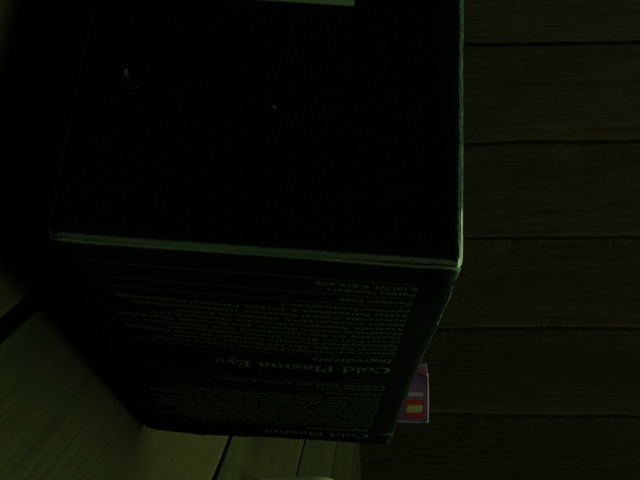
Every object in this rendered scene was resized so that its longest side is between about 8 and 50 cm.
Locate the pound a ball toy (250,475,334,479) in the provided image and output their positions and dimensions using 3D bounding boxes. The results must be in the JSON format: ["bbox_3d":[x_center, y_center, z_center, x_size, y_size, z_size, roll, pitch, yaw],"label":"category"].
[{"bbox_3d":[-0.027,0.350,0.927,0.319,0.136,0.208,-80,169,-62],"label":"pound a ball toy"}]

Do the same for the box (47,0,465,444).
[{"bbox_3d":[-0.022,-0.079,0.601,0.312,0.179,0.343,93,1,-64],"label":"box"}]

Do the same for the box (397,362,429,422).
[{"bbox_3d":[0.032,0.181,1.194,0.293,0.201,0.057,38,52,-82],"label":"box"}]
